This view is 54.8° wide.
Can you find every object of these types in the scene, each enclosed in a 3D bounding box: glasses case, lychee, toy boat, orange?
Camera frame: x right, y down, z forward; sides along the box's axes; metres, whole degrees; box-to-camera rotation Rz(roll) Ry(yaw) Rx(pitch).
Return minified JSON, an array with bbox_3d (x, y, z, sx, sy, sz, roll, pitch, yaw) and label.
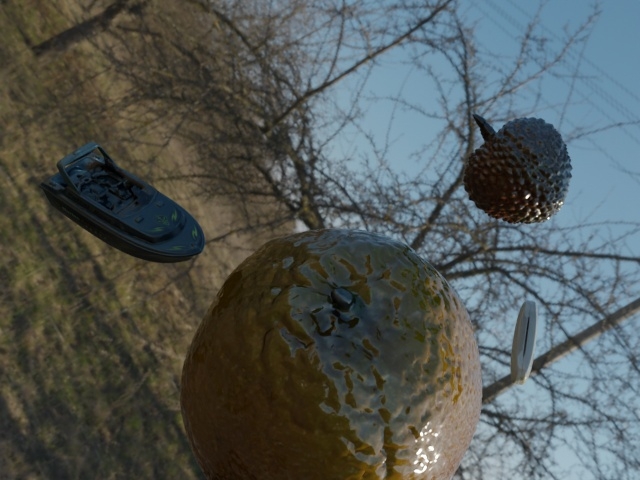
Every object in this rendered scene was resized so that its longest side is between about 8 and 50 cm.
[{"bbox_3d":[0.386,0.192,1.169,0.063,0.041,0.164,74,31,-60],"label":"glasses case"},{"bbox_3d":[0.291,-0.113,0.935,0.197,0.165,0.165,52,-4,2],"label":"lychee"},{"bbox_3d":[-0.245,-0.041,0.786,0.246,0.093,0.103,29,-41,19],"label":"toy boat"},{"bbox_3d":[0.014,0.146,0.657,0.322,0.322,0.357,58,-20,33],"label":"orange"}]

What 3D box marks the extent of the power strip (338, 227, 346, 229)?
[{"bbox_3d":[0.000,0.000,1.198,0.038,0.111,0.029,6,73,-60],"label":"power strip"}]
